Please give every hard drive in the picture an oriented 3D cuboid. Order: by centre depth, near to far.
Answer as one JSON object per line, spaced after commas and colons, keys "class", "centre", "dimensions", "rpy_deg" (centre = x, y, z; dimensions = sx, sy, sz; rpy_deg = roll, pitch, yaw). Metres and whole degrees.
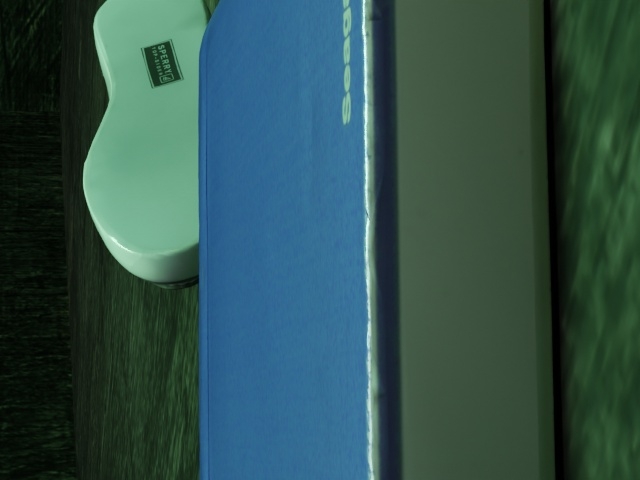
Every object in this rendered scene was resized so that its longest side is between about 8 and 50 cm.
{"class": "hard drive", "centre": [0.000, 0.000, 0.519], "dimensions": [0.319, 0.040, 0.210], "rpy_deg": [151, 119, -78]}

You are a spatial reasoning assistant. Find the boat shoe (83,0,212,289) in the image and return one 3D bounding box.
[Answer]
{"class": "boat shoe", "centre": [-0.070, -0.040, 0.818], "dimensions": [0.228, 0.080, 0.076], "rpy_deg": [-109, 5, -53]}
